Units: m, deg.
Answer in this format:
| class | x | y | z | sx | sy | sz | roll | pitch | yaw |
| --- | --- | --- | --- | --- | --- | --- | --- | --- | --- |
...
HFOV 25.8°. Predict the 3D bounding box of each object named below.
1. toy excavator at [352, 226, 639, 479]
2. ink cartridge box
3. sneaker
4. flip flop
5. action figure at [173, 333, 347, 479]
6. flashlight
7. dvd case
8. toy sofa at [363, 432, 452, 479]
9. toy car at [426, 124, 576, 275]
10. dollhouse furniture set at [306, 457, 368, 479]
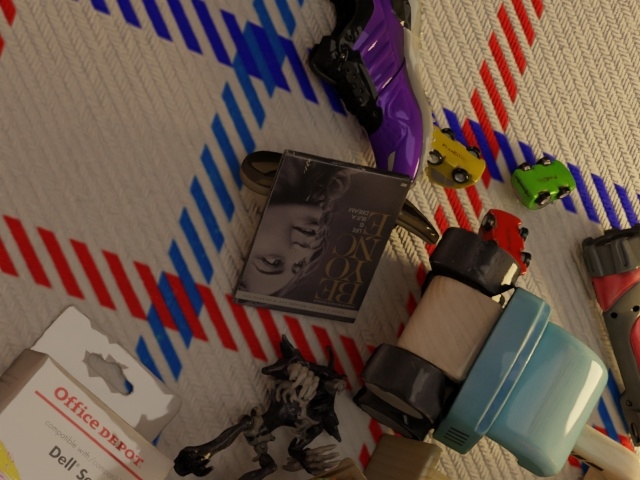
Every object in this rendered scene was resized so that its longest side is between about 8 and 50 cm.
| class | x | y | z | sx | sy | sz | roll | pitch | yaw |
| --- | --- | --- | --- | --- | --- | --- | --- | --- | --- |
| toy excavator | 0.285 | 0.227 | 1.780 | 0.445 | 0.433 | 0.222 | 31 | 77 | 8 |
| ink cartridge box | -0.317 | 0.267 | 1.594 | 0.207 | 0.119 | 0.353 | 43 | 74 | -17 |
| sneaker | 0.054 | -0.203 | 1.770 | 0.146 | 0.102 | 0.293 | -2 | 83 | -23 |
| flip flop | 0.021 | -0.040 | 1.757 | 0.277 | 0.112 | 0.080 | 13 | 111 | -25 |
| action figure | -0.038 | 0.223 | 1.689 | 0.275 | 0.141 | 0.164 | -39 | 112 | -34 |
| flashlight | 0.451 | 0.132 | 1.938 | 0.103 | 0.103 | 0.304 | -23 | 98 | -25 |
| dvd case | 0.000 | 0.000 | 1.714 | 0.164 | 0.018 | 0.221 | 11 | 121 | -18 |
| toy sofa | 0.204 | 0.412 | 1.804 | 0.362 | 0.150 | 0.177 | 35 | 76 | -20 |
| toy car | 0.249 | -0.059 | 1.852 | 0.225 | 0.053 | 0.239 | -14 | 65 | -39 |
| dollhouse furniture set | 0.028 | 0.418 | 1.612 | 0.197 | 0.151 | 0.301 | -26 | 127 | 11 |
